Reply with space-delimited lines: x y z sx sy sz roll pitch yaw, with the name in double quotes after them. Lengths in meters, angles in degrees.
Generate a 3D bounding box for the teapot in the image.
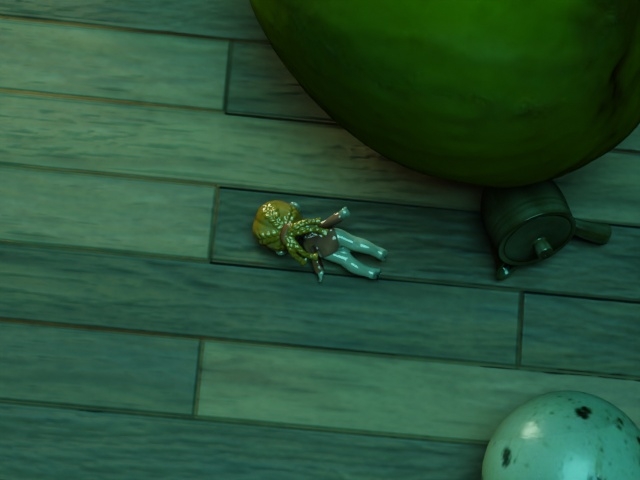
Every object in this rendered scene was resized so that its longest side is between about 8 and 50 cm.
0.176 -0.011 1.276 0.110 0.085 0.080 3 48 -32 "teapot"

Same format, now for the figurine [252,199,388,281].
0.000 0.000 1.259 0.109 0.047 0.064 21 98 -5 "figurine"

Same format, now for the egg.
0.182 0.193 1.183 0.131 0.131 0.164 3 99 -3 "egg"

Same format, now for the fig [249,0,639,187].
0.099 -0.205 1.188 0.343 0.343 0.343 1 76 -4 "fig"
